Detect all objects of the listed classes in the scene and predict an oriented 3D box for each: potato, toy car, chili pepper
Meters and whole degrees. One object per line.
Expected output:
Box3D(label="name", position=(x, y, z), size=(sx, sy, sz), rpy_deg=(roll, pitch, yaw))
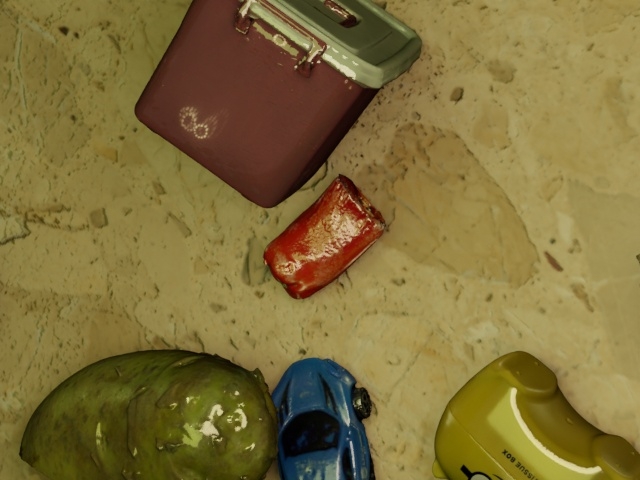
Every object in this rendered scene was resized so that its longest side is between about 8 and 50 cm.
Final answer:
Box3D(label="potato", position=(-0.165, 0.194, 1.685), size=(0.298, 0.141, 0.176), rpy_deg=(-9, 65, 39))
Box3D(label="toy car", position=(0.003, 0.218, 1.658), size=(0.103, 0.063, 0.216), rpy_deg=(-14, 80, 20))
Box3D(label="chili pepper", position=(0.000, 0.000, 1.678), size=(0.123, 0.073, 0.070), rpy_deg=(-42, 30, 11))

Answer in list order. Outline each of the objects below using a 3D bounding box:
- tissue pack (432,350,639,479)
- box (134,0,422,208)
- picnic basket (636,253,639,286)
Box3D(label="tissue pack", position=(0.190, 0.197, 1.554), size=(0.178, 0.123, 0.127), rpy_deg=(44, 112, 14))
Box3D(label="box", position=(-0.038, -0.154, 1.588), size=(0.193, 0.294, 0.167), rpy_deg=(34, 107, 3))
Box3D(label="picnic basket", position=(0.340, 0.029, 1.492), size=(0.115, 0.164, 0.079), rpy_deg=(-21, 87, 17))
